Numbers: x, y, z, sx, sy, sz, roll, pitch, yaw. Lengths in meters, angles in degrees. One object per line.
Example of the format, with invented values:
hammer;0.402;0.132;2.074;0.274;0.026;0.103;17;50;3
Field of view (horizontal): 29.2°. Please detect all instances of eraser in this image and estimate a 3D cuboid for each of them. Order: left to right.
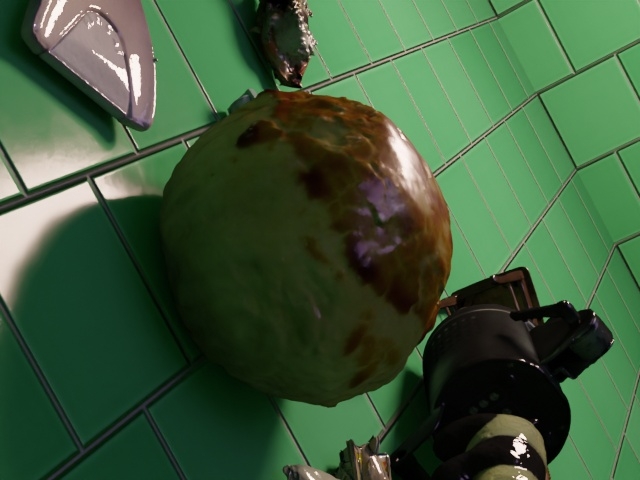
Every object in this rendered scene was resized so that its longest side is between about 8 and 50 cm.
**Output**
eraser;-0.277;-0.271;1.499;0.204;0.059;0.243;40;36;-41

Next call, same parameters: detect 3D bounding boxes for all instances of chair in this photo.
chair;0.332;0.153;2.189;0.319;0.160;0.186;-3;70;-62

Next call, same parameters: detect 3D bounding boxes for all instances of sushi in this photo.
sushi;-0.060;-0.351;1.982;0.097;0.103;0.226;20;44;-35

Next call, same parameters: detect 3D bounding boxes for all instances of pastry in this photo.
pastry;0.000;0.000;1.478;0.388;0.313;0.388;42;35;-40

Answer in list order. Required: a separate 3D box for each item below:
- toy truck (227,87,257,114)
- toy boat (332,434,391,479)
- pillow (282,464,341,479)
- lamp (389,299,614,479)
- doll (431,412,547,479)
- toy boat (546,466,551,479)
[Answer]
toy truck;-0.030;-0.147;1.827;0.140;0.108;0.257;56;24;18
toy boat;0.065;0.351;1.553;0.084;0.066;0.210;33;39;-47
pillow;0.014;0.377;1.442;0.128;0.051;0.229;26;42;-43
lamp;0.253;0.232;1.872;0.205;0.374;0.272;49;-5;-15
doll;0.233;0.317;1.623;0.143;0.135;0.234;51;20;-12
toy boat;0.331;0.377;2.036;0.115;0.089;0.310;32;39;-48
